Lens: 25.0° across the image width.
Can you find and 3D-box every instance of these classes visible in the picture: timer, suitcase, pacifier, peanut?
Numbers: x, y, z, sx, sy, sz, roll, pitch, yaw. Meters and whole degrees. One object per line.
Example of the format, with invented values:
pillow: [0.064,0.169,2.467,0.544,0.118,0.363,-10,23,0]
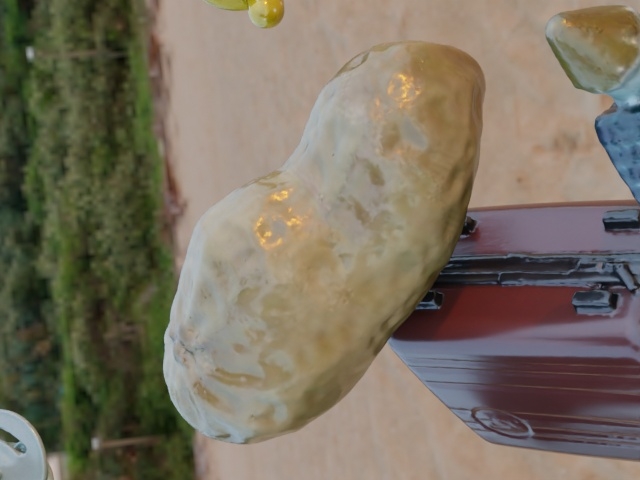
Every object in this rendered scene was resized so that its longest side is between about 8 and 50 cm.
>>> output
timer: [-0.074,-0.255,1.333,0.107,0.107,0.109,89,176,-48]
suitcase: [0.228,0.080,1.258,0.236,0.297,0.161,47,-124,-36]
pacifier: [-0.326,0.241,1.391,0.150,0.127,0.116,-55,-19,11]
peanut: [0.000,0.000,1.186,0.387,0.192,0.169,-54,31,14]

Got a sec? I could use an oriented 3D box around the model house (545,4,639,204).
model house: [0.277,-0.097,0.919,0.184,0.291,0.253,-13,69,62]
